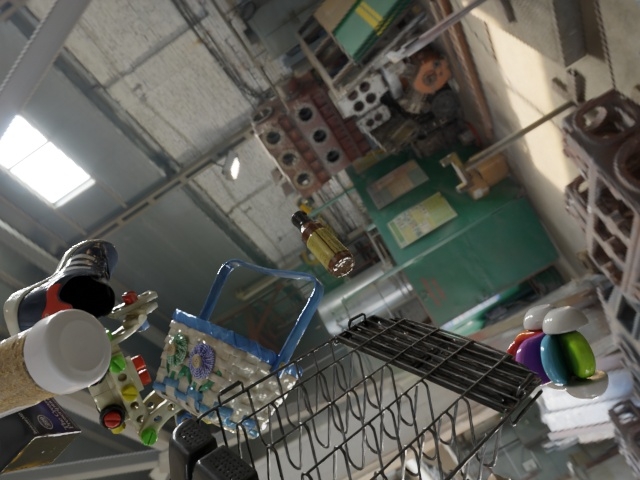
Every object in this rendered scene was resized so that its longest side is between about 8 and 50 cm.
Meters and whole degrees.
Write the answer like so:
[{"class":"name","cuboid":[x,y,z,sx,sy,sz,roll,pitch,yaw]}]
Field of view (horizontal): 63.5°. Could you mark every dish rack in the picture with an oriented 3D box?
[{"class":"dish rack","cuboid":[0.035,0.149,0.409,0.208,0.271,0.074,16,120,43]}]

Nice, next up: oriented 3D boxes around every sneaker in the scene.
[{"class":"sneaker","cuboid":[-0.475,0.095,1.071,0.350,0.148,0.131,-78,-19,-65]}]

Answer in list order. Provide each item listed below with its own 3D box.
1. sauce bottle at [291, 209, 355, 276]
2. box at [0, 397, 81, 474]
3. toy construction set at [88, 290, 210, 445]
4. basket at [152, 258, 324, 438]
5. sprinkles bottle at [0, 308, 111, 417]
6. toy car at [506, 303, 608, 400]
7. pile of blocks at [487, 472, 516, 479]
[{"class":"sauce bottle","cuboid":[0.000,0.000,0.737,0.128,0.042,0.042,50,-179,41]},{"class":"box","cuboid":[-0.671,0.358,1.108,0.261,0.103,0.184,41,173,14]},{"class":"toy construction set","cuboid":[-0.366,0.271,1.065,0.151,0.215,0.327,-11,101,66]},{"class":"basket","cuboid":[-0.141,0.175,0.915,0.255,0.289,0.201,6,150,41]},{"class":"sprinkles bottle","cuboid":[-0.507,0.222,0.833,0.121,0.355,0.121,51,-155,-36]},{"class":"toy car","cuboid":[0.411,0.207,0.935,0.182,0.136,0.159,129,124,-85]},{"class":"pile of blocks","cuboid":[0.212,0.522,0.879,0.113,0.362,0.149,26,-144,-16]}]
